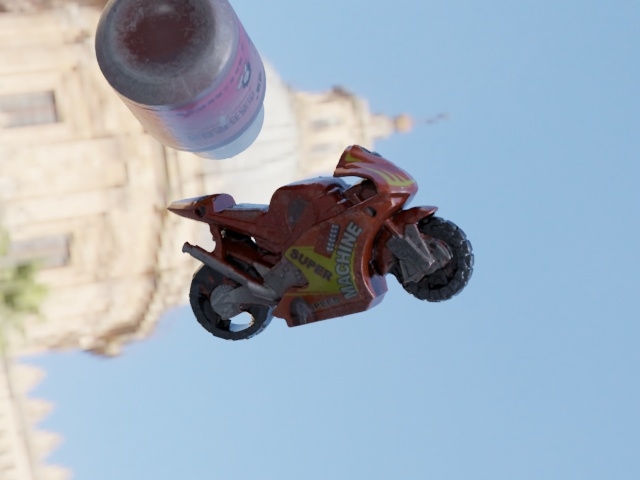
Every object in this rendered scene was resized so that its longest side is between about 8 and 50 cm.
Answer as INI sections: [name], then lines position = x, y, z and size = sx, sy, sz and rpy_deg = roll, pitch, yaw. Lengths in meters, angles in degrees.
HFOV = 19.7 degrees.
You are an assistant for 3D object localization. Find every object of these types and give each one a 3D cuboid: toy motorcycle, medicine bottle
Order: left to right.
[medicine bottle]
position = -0.128, -0.164, 1.836
size = 0.247, 0.147, 0.147
rpy_deg = 55, 11, -71
[toy motorcycle]
position = 0.000, 0.002, 1.772
size = 0.298, 0.089, 0.171
rpy_deg = -12, -79, 22
